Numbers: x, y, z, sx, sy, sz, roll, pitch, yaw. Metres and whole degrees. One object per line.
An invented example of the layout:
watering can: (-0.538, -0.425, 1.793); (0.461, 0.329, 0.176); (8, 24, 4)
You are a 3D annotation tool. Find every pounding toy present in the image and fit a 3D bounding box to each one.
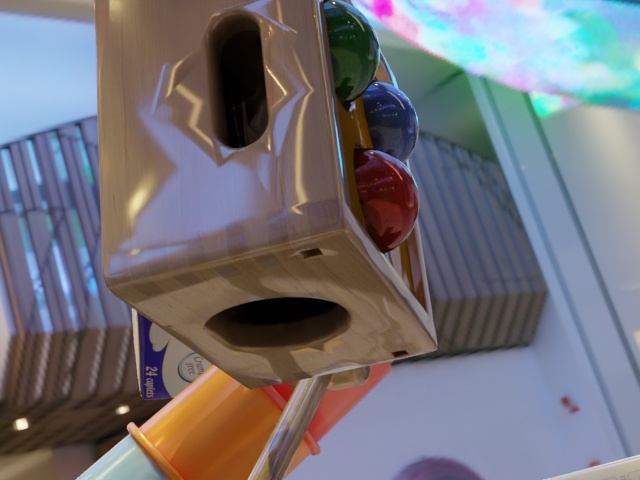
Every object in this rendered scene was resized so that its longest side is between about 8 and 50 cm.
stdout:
pounding toy: (0.003, 0.011, 0.451); (0.094, 0.181, 0.206); (-14, -26, 14)

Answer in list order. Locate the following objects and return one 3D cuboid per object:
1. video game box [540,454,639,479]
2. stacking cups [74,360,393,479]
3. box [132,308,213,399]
video game box: (0.081, 0.196, 0.418); (0.187, 0.205, 0.048); (-12, -26, -7)
stacking cups: (-0.092, 0.148, 0.575); (0.316, 0.096, 0.096); (-39, -12, -15)
box: (-0.060, 0.038, 0.790); (0.137, 0.072, 0.126); (-4, -47, -11)
